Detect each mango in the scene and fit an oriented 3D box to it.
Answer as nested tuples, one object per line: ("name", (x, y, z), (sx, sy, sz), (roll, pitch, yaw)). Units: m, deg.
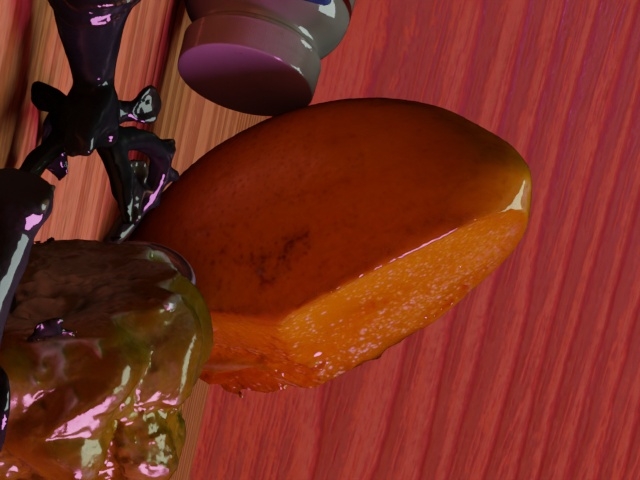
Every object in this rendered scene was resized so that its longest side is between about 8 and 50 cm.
("mango", (0.000, 0.000, 1.450), (0.201, 0.350, 0.199), (-28, 93, -57))

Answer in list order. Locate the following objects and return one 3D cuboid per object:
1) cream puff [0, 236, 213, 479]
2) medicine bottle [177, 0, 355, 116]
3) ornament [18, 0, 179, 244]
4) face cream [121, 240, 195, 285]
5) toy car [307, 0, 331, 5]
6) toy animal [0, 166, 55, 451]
("cream puff", (-0.121, 0.075, 0.938), (0.156, 0.121, 0.156), (-166, -90, -85))
("medicine bottle", (-0.028, -0.229, 1.514), (0.131, 0.131, 0.250), (101, 3, -66))
("ornament", (-0.098, -0.114, 0.982), (0.236, 0.080, 0.202), (99, 7, -46))
("face cream", (-0.141, 0.109, 1.426), (0.075, 0.075, 0.229), (-75, 179, -51))
("toy car", (0.004, -0.260, 1.063), (0.142, 0.200, 0.247), (73, 28, -85))
("toy animal", (-0.140, 0.033, 0.652), (0.269, 0.082, 0.137), (-84, -171, -68))
